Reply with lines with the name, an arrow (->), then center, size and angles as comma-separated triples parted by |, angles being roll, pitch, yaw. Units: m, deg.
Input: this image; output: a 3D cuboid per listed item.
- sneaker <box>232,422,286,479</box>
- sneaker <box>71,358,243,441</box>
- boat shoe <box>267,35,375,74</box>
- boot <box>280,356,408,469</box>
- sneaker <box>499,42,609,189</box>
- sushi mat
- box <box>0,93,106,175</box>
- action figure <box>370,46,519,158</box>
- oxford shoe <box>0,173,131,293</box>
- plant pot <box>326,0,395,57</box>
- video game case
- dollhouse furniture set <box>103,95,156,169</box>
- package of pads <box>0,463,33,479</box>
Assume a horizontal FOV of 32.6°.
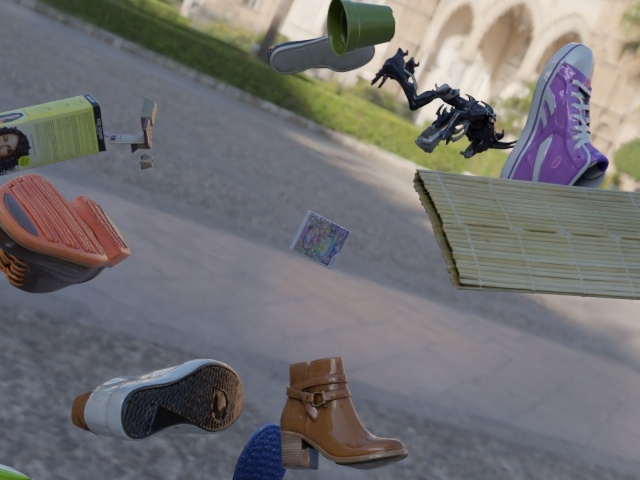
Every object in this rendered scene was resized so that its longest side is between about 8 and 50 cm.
sneaker -> -0.112, 0.397, 1.764 | 0.081, 0.232, 0.090 | 19, 2, -10
sneaker -> -0.222, 0.216, 1.508 | 0.123, 0.106, 0.290 | -3, -6, 31
boat shoe -> -0.001, -0.356, 2.055 | 0.206, 0.075, 0.065 | -9, 30, -14
boot -> 0.029, 0.236, 1.510 | 0.197, 0.152, 0.073 | -6, -20, 26
sneaker -> 0.407, -0.173, 1.731 | 0.102, 0.282, 0.161 | 23, -3, -42
sushi mat -> 0.255, -0.002, 1.171 | 0.316, 0.019, 0.151 | 4, 50, -26
box -> -0.461, -0.162, 1.732 | 0.232, 0.087, 0.058 | -18, 34, -24
action figure -> 0.220, -0.221, 1.983 | 0.275, 0.141, 0.164 | 38, 3, 6
oxford shoe -> -0.338, 0.014, 1.336 | 0.130, 0.132, 0.364 | 54, 1, 9
plant pot -> 0.060, -0.299, 1.526 | 0.079, 0.083, 0.083 | -7, 19, -18
video game case -> 0.000, 0.000, 2.198 | 0.122, 0.087, 0.011 | 26, 0, -41
dollhouse furniture set -> -0.338, -0.196, 1.958 | 0.081, 0.091, 0.114 | 0, 43, 2
package of pads -> -0.697, 0.496, 2.001 | 0.296, 0.229, 0.101 | 20, -19, -15
